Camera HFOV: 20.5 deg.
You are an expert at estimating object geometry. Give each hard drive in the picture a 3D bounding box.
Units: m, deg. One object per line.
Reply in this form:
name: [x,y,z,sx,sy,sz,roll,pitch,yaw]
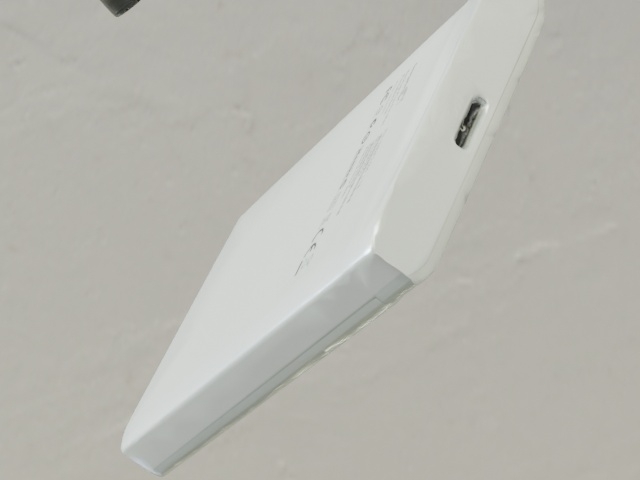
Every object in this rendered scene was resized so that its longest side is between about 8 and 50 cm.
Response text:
hard drive: [0.000,0.000,0.990,0.040,0.203,0.307,34,-36,-11]

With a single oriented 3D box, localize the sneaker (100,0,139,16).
sneaker: [-0.141,-0.204,1.141,0.051,0.170,0.089,-36,-66,28]
